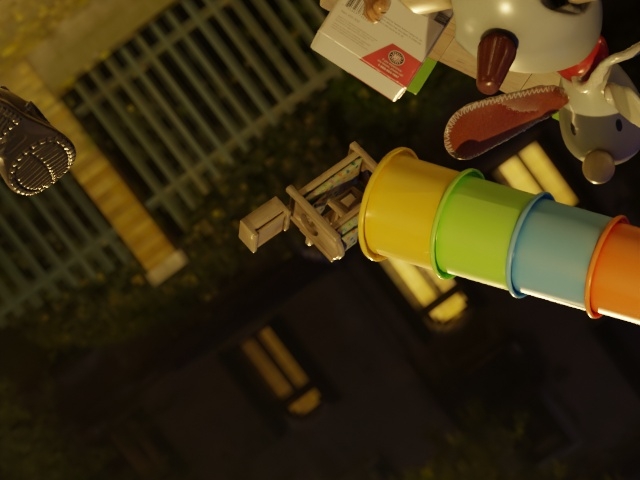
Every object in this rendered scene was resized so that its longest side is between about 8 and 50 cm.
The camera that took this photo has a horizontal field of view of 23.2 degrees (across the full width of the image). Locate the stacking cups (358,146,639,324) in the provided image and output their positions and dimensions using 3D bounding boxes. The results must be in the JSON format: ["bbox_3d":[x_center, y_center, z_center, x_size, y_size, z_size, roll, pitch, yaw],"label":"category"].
[{"bbox_3d":[0.183,0.018,1.170,0.316,0.096,0.096,20,-139,28],"label":"stacking cups"}]

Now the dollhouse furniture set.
[{"bbox_3d":[0.000,0.000,1.907,0.182,0.101,0.161,-36,160,-22],"label":"dollhouse furniture set"}]

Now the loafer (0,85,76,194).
[{"bbox_3d":[-0.213,-0.076,1.063,0.056,0.050,0.148,-37,159,-1],"label":"loafer"}]

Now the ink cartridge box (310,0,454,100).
[{"bbox_3d":[0.069,-0.215,1.459,0.135,0.099,0.056,-57,-178,-13],"label":"ink cartridge box"}]

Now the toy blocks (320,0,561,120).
[{"bbox_3d":[0.154,-0.301,1.743,0.190,0.381,0.261,-57,-164,34],"label":"toy blocks"}]

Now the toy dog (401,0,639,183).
[{"bbox_3d":[0.174,-0.124,1.152,0.220,0.334,0.161,-16,-126,45],"label":"toy dog"}]

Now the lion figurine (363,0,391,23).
[{"bbox_3d":[-0.014,-0.335,1.285,0.142,0.240,0.392,-48,-158,41],"label":"lion figurine"}]
